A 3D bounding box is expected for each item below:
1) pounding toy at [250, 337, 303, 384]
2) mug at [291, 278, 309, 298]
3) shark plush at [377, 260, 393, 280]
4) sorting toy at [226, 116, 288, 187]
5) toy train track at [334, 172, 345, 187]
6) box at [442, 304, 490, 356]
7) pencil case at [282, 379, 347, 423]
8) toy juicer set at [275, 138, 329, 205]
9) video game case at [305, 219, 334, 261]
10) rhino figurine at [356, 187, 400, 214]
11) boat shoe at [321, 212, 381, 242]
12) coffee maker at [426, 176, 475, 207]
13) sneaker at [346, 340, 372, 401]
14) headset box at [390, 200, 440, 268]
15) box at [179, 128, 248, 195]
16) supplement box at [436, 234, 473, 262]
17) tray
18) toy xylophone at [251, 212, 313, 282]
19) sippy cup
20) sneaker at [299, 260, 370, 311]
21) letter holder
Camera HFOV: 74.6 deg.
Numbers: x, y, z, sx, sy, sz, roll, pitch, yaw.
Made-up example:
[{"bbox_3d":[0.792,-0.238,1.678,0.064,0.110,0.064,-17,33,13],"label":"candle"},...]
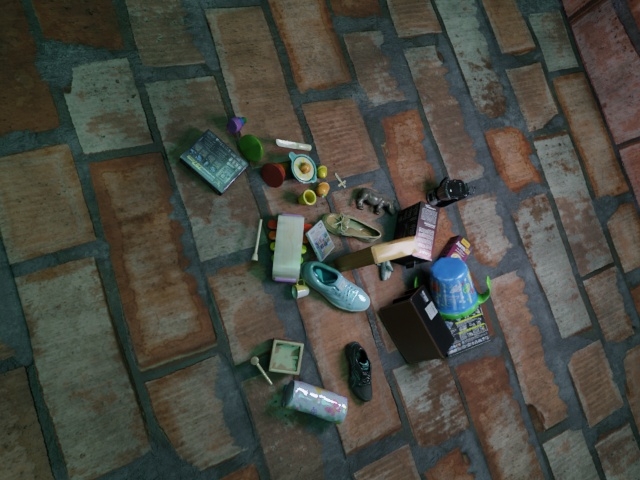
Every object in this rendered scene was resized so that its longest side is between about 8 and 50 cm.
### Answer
[{"bbox_3d":[-0.189,0.503,1.753,0.205,0.094,0.181,10,82,-7],"label":"pounding toy"},{"bbox_3d":[-0.084,0.217,1.848,0.064,0.062,0.078,-5,127,-28],"label":"mug"},{"bbox_3d":[0.294,0.107,2.005,0.067,0.073,0.161,-25,94,9],"label":"shark plush"},{"bbox_3d":[-0.263,-0.414,1.891,0.366,0.127,0.126,51,46,-7],"label":"sorting toy"},{"bbox_3d":[0.095,-0.291,2.025,0.048,0.014,0.083,-37,93,-21],"label":"toy train track"},{"bbox_3d":[0.692,0.428,2.079,0.269,0.060,0.217,-14,85,-21],"label":"box"},{"bbox_3d":[-0.022,0.681,1.763,0.272,0.113,0.124,22,84,-14],"label":"pencil case"},{"bbox_3d":[-0.052,-0.335,1.917,0.209,0.089,0.329,-25,95,-37],"label":"toy juicer set"},{"bbox_3d":[0.000,0.000,1.879,0.143,0.019,0.157,63,30,-12],"label":"video game case"},{"bbox_3d":[0.286,-0.184,2.041,0.243,0.073,0.107,14,79,-17],"label":"rhino figurine"},{"bbox_3d":[0.146,-0.066,1.962,0.284,0.089,0.105,15,77,-15],"label":"boat shoe"},{"bbox_3d":[0.652,-0.229,2.116,0.171,0.178,0.120,19,77,-12],"label":"coffee maker"},{"bbox_3d":[0.178,0.584,1.853,0.101,0.106,0.268,-14,87,-22],"label":"sneaker"},{"bbox_3d":[0.440,-0.011,1.985,0.110,0.218,0.294,17,75,-15],"label":"headset box"},{"bbox_3d":[-0.460,-0.338,1.820,0.232,0.059,0.183,41,70,-9],"label":"box"},{"bbox_3d":[0.674,0.079,2.122,0.104,0.081,0.188,40,70,-8],"label":"supplement box"},{"bbox_3d":[0.223,0.065,1.794,0.202,0.411,0.076,-13,86,-20],"label":"tray"},{"bbox_3d":[-0.167,0.016,1.827,0.236,0.081,0.323,13,72,-2],"label":"toy xylophone"},{"bbox_3d":[0.607,0.205,1.953,0.305,0.240,0.224,-24,125,-5],"label":"sippy cup"},{"bbox_3d":[0.075,0.211,1.857,0.365,0.150,0.135,29,74,-11],"label":"sneaker"},{"bbox_3d":[0.441,0.395,1.956,0.152,0.214,0.302,-32,93,-47],"label":"letter holder"}]
